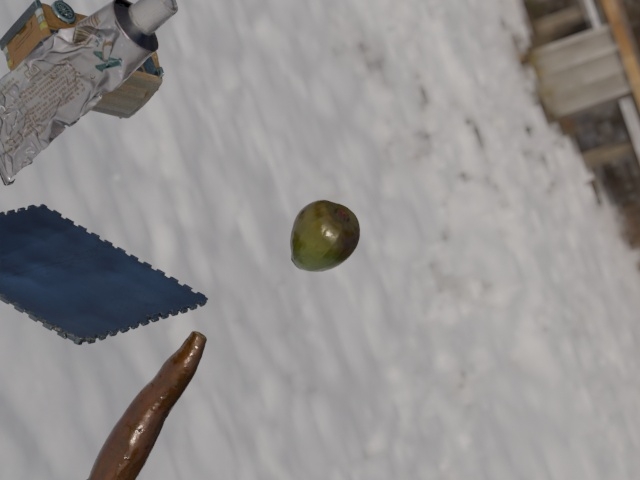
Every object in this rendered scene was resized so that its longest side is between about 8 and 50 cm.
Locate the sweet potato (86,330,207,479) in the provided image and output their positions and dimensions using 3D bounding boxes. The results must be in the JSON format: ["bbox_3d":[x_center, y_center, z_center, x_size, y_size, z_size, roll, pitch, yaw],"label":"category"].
[{"bbox_3d":[-0.211,0.218,2.035,0.057,0.265,0.057,30,1,-1],"label":"sweet potato"}]

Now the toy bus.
[{"bbox_3d":[-0.277,-0.211,2.075,0.182,0.091,0.103,11,47,-45],"label":"toy bus"}]

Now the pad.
[{"bbox_3d":[-0.297,0.033,1.993,0.269,0.269,0.012,-14,129,-60],"label":"pad"}]

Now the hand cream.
[{"bbox_3d":[-0.207,-0.131,1.431,0.050,0.257,0.084,-27,88,-53],"label":"hand cream"}]

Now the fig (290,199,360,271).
[{"bbox_3d":[0.000,0.000,1.883,0.074,0.088,0.074,30,29,-18],"label":"fig"}]
